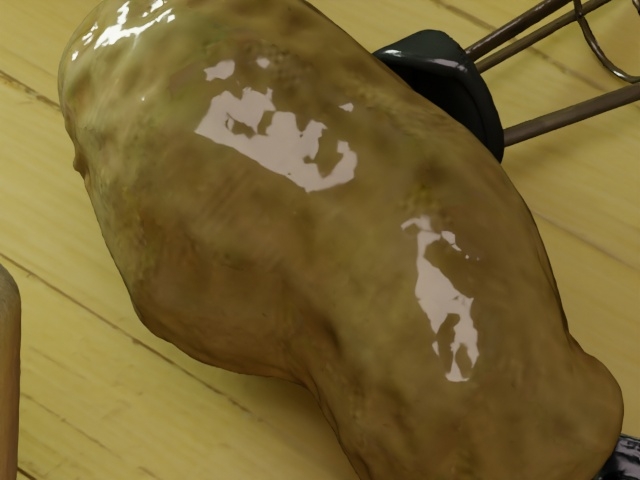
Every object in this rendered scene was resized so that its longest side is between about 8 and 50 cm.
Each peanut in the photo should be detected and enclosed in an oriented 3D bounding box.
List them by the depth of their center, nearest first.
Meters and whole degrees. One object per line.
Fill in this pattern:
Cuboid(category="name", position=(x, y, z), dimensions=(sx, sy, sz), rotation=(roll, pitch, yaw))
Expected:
Cuboid(category="peanut", position=(0.000, 0.000, 1.041), dimensions=(0.192, 0.169, 0.387), rotation=(-41, 65, -14))

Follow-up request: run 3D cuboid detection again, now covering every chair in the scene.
Cuboid(category="chair", position=(0.142, -0.108, 1.150), dimensions=(0.221, 0.104, 0.095), rotation=(-24, 77, -15))

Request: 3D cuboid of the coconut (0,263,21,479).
Cuboid(category="coconut", position=(-0.255, 0.090, 0.973), dimensions=(0.224, 0.234, 0.224), rotation=(1, 26, 0))

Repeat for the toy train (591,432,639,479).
Cuboid(category="toy train", position=(0.138, 0.211, 0.972), dimensions=(0.052, 0.051, 0.234), rotation=(13, 63, 10))
